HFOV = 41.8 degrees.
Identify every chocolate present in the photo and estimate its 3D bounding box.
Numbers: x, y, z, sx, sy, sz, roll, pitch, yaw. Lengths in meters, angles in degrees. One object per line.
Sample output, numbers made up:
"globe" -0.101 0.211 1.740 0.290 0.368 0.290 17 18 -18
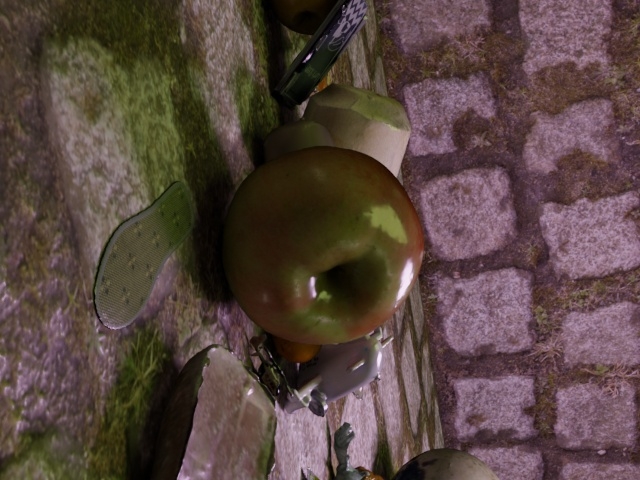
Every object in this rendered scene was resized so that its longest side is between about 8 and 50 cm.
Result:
"chocolate" -0.141 0.278 1.018 0.303 0.100 0.185 -85 152 -49

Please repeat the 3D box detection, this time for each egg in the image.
"egg" 0.333 0.755 2.231 0.428 0.345 0.345 -70 150 -55

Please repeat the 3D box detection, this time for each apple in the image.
"apple" 0.000 0.000 1.299 0.277 0.319 0.319 -107 180 -53
"apple" -0.025 -0.512 1.716 0.182 0.182 0.155 50 44 -66

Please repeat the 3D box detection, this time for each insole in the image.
"insole" -0.213 0.009 1.047 0.322 0.007 0.109 -66 147 -64

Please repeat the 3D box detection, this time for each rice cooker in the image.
"rice cooker" -0.033 -0.151 1.577 0.206 0.145 0.127 21 53 -78

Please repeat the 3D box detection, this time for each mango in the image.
"mango" -0.046 0.166 1.512 0.159 0.084 0.105 -175 -118 -86

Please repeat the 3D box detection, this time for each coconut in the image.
"coconut" 0.058 -0.192 1.770 0.237 0.237 0.266 -52 160 -71

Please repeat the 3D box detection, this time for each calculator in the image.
"calculator" 0.005 -0.390 1.723 0.274 0.028 0.166 -53 169 6

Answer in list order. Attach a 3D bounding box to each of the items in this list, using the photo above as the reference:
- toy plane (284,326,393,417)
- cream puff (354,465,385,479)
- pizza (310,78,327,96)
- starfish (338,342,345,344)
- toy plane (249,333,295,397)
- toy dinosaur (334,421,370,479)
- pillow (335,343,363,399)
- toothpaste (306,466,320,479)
"toy plane" 0.034 0.234 1.549 0.118 0.252 0.252 54 12 6
"cream puff" 0.100 0.567 1.871 0.094 0.116 0.122 16 71 -37
"pizza" -0.006 -0.382 2.020 0.176 0.036 0.185 66 20 -56
"starfish" 0.021 0.115 1.733 0.213 0.057 0.238 -11 70 -53
"toy plane" -0.087 0.212 1.381 0.121 0.049 0.031 64 16 -8
"toy dinosaur" 0.075 0.584 1.778 0.129 0.076 0.383 177 -88 -70
"pillow" 0.049 0.209 1.873 0.302 0.075 0.185 63 23 -47
"toothpaste" 0.014 0.527 1.660 0.248 0.047 0.078 62 21 -51
